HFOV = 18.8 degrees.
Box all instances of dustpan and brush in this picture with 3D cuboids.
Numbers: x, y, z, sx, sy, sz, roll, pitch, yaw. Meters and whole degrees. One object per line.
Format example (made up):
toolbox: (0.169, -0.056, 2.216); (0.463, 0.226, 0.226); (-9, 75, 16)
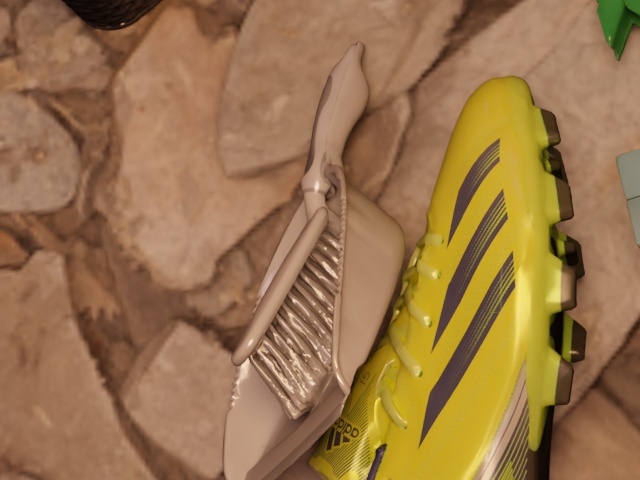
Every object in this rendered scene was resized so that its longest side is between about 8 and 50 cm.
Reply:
dustpan and brush: (0.000, 0.000, 0.867); (0.060, 0.147, 0.211); (30, 58, -7)

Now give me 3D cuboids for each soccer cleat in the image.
soccer cleat: (0.053, 0.067, 0.848); (0.121, 0.093, 0.289); (2, 82, 13)

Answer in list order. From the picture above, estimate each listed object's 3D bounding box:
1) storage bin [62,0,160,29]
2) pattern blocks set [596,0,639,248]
storage bin: (-0.119, -0.206, 0.919); (0.122, 0.084, 0.180); (-39, 79, 2)
pattern blocks set: (0.275, -0.112, 0.827); (0.324, 0.026, 0.285); (-9, 64, 22)
